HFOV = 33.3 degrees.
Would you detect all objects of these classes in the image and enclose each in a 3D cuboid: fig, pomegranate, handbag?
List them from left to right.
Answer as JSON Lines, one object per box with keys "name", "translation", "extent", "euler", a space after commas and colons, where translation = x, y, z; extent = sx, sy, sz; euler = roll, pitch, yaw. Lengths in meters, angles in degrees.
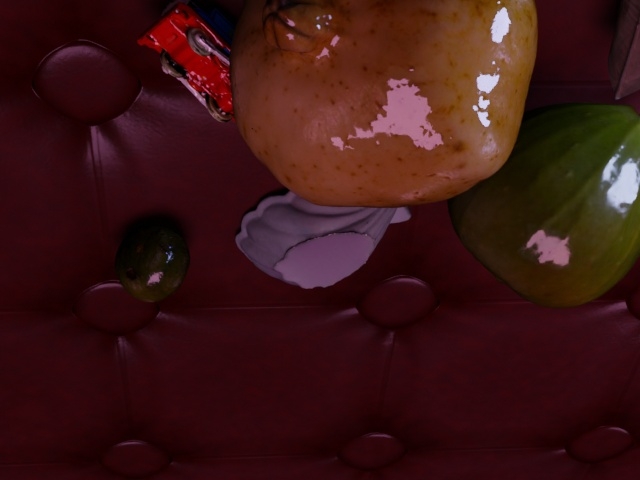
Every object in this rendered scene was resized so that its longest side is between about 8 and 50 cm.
{"name": "fig", "translation": [-0.259, 0.048, 1.726], "extent": [0.123, 0.123, 0.156], "euler": [-18, 148, 13]}
{"name": "pomegranate", "translation": [0.058, -0.218, 1.260], "extent": [0.410, 0.410, 0.410], "euler": [-3, 137, -3]}
{"name": "fig", "translation": [0.351, -0.070, 1.551], "extent": [0.316, 0.316, 0.316], "euler": [-3, 137, -3]}
{"name": "handbag", "translation": [0.455, -0.324, 1.392], "extent": [0.182, 0.117, 0.270], "euler": [-36, 147, -29]}

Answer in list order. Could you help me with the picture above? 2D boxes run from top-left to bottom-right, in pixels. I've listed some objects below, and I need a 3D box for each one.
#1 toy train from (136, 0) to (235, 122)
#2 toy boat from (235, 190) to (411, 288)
{"name": "toy train", "translation": [-0.135, -0.239, 1.427], "extent": [0.083, 0.131, 0.204], "euler": [-30, 121, 32]}
{"name": "toy boat", "translation": [0.000, 0.000, 1.712], "extent": [0.290, 0.100, 0.199], "euler": [-27, 134, 24]}
